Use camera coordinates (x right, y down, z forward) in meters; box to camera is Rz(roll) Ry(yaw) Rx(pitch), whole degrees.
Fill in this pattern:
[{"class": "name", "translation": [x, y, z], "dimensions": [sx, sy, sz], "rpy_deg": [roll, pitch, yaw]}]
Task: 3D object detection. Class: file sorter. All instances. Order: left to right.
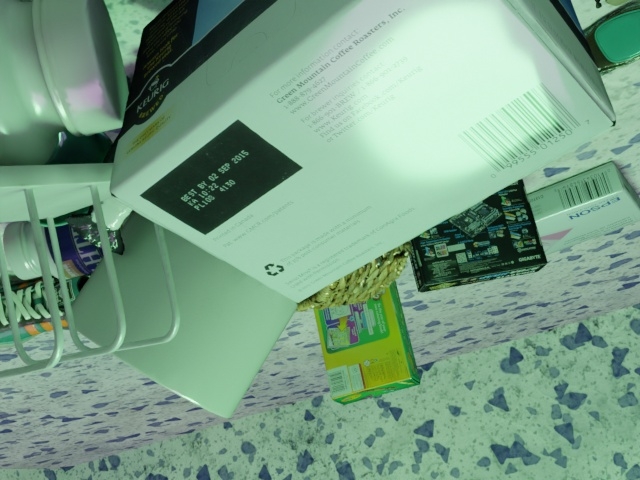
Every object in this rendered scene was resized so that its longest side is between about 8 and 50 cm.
[{"class": "file sorter", "translation": [-0.291, 0.036, 0.706], "dimensions": [0.192, 0.173, 0.277], "rpy_deg": [-14, 177, 39]}]

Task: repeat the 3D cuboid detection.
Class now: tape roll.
[{"class": "tape roll", "translation": [-0.173, 0.089, 1.016], "dimensions": [0.246, 0.169, 0.246], "rpy_deg": [30, 171, 5]}]

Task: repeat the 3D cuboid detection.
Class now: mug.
[{"class": "mug", "translation": [-0.309, -0.104, 0.892], "dimensions": [0.129, 0.097, 0.158], "rpy_deg": [-33, 145, -29]}]

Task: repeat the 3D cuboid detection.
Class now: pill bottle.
[{"class": "pill bottle", "translation": [-0.341, -0.132, 0.706], "dimensions": [0.318, 0.177, 0.176], "rpy_deg": [-12, 160, -2]}, {"class": "pill bottle", "translation": [-0.339, -0.006, 1.131], "dimensions": [0.186, 0.112, 0.112], "rpy_deg": [-14, 160, 4]}]

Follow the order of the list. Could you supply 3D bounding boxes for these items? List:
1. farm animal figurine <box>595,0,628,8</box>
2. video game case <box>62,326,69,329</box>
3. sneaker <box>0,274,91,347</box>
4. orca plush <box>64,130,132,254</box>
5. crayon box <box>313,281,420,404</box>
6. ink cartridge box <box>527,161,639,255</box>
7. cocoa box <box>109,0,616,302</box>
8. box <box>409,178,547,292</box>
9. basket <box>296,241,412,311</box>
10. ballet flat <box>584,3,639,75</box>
[{"class": "farm animal figurine", "translation": [0.376, -0.314, 0.686], "dimensions": [0.326, 0.172, 0.330], "rpy_deg": [-11, 165, 40]}, {"class": "video game case", "translation": [-0.362, 0.134, 1.614], "dimensions": [0.274, 0.026, 0.196], "rpy_deg": [-26, 156, 30]}, {"class": "sneaker", "translation": [-0.461, 0.102, 1.367], "dimensions": [0.302, 0.108, 0.121], "rpy_deg": [-10, 160, -30]}, {"class": "orca plush", "translation": [-0.162, -0.109, 0.919], "dimensions": [0.151, 0.102, 0.287], "rpy_deg": [30, 98, -18]}, {"class": "crayon box", "translation": [0.082, 0.167, 1.594], "dimensions": [0.165, 0.279, 0.081], "rpy_deg": [-18, 158, 14]}, {"class": "ink cartridge box", "translation": [0.479, -0.026, 1.626], "dimensions": [0.324, 0.072, 0.330], "rpy_deg": [-23, 156, 26]}, {"class": "cocoa box", "translation": [0.023, -0.149, 0.694], "dimensions": [0.347, 0.228, 0.231], "rpy_deg": [-31, 132, 31]}, {"class": "box", "translation": [0.254, -0.017, 1.361], "dimensions": [0.220, 0.175, 0.051], "rpy_deg": [-10, 162, -8]}, {"class": "basket", "translation": [-0.046, -0.011, 1.076], "dimensions": [0.222, 0.214, 0.299], "rpy_deg": [-1, 170, -27]}, {"class": "ballet flat", "translation": [0.356, -0.241, 1.016], "dimensions": [0.188, 0.070, 0.070], "rpy_deg": [-24, 157, 33]}]
